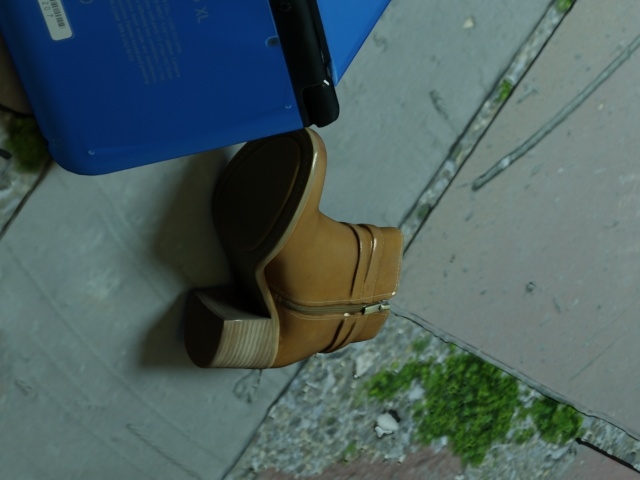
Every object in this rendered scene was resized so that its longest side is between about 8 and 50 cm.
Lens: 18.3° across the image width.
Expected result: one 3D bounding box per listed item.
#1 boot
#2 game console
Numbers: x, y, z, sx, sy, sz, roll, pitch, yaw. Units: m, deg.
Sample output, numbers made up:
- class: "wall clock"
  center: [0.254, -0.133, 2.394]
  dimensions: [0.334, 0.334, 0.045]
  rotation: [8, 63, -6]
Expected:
- class: "boot"
  center: [0.000, 0.000, 1.323]
  dimensions: [0.152, 0.073, 0.197]
  rotation: [-5, 133, -38]
- class: "game console"
  center: [-0.071, -0.214, 1.140]
  dimensions: [0.250, 0.173, 0.293]
  rotation: [-13, 132, 3]
